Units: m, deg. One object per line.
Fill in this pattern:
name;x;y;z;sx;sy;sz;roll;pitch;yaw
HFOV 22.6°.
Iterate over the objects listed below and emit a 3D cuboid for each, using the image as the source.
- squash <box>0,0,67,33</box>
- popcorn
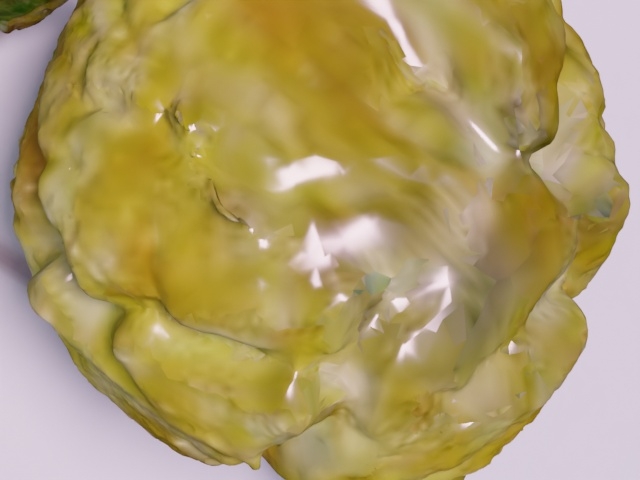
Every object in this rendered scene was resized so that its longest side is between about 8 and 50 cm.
squash;-0.151;-0.145;0.453;0.219;0.068;0.077;38;81;-24
popcorn;0.000;0.000;0.498;0.198;0.198;0.212;-41;135;-20
